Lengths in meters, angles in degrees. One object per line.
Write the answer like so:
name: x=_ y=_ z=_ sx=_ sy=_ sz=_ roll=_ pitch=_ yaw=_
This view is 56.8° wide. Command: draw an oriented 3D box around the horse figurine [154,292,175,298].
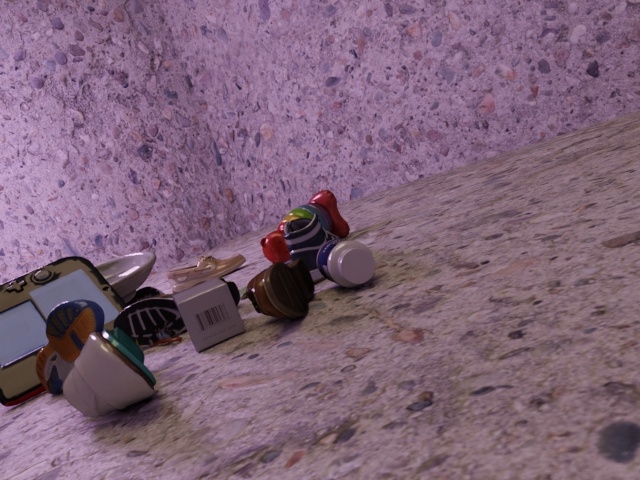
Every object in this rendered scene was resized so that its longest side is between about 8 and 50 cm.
horse figurine: x=-0.422 y=0.190 z=1.656 sx=0.263 sy=0.066 sz=0.174 roll=-16 pitch=13 yaw=21

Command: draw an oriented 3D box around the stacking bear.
stacking bear: x=-0.071 y=-0.022 z=1.947 sx=0.289 sy=0.175 sz=0.164 roll=-35 pitch=16 yaw=-37

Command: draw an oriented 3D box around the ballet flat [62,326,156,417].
ballet flat: x=-0.354 y=0.224 z=0.975 sx=0.139 sy=0.139 sz=0.400 roll=-23 pitch=3 yaw=-19

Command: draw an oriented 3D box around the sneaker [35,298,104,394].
sneaker: x=-0.488 y=0.201 z=1.222 sx=0.131 sy=0.112 sz=0.296 roll=-18 pitch=-22 yaw=-47

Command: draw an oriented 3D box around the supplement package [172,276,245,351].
supplement package: x=-0.231 y=0.146 z=1.211 sx=0.105 sy=0.105 sz=0.179 roll=-24 pitch=7 yaw=-14

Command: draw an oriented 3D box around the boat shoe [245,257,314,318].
boat shoe: x=-0.087 y=0.106 z=1.146 sx=0.104 sy=0.110 sz=0.307 roll=-24 pitch=-4 yaw=9

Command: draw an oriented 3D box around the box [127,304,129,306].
box: x=-0.705 y=0.293 z=1.652 sx=0.322 sy=0.079 sz=0.257 roll=-21 pitch=8 yaw=3

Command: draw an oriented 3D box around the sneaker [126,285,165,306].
sneaker: x=-0.627 y=0.236 z=1.916 sx=0.279 sy=0.107 sz=0.118 roll=-18 pitch=-12 yaw=-1

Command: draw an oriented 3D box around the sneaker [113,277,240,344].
sneaker: x=-0.346 y=0.175 z=1.437 sx=0.300 sy=0.111 sz=0.121 roll=-15 pitch=-2 yaw=-17

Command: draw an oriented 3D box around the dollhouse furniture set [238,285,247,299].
dollhouse furniture set: x=-0.236 y=0.132 z=1.561 sx=0.152 sy=0.058 sz=0.076 roll=-23 pitch=7 yaw=-14

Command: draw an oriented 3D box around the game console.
game console: x=-0.670 y=0.198 z=1.457 sx=0.342 sy=0.060 sz=0.386 roll=-24 pitch=45 yaw=-34

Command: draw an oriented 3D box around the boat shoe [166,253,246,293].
boat shoe: x=-0.435 y=0.105 z=2.257 sx=0.302 sy=0.098 sz=0.109 roll=-21 pitch=6 yaw=-3

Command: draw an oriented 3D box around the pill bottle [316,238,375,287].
pill bottle: x=0.053 y=0.045 z=1.194 sx=0.094 sy=0.094 sz=0.169 roll=-22 pitch=7 yaw=-11

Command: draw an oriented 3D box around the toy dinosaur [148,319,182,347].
toy dinosaur: x=-0.340 y=0.222 z=1.325 sx=0.047 sy=0.090 sz=0.082 roll=20 pitch=7 yaw=-32

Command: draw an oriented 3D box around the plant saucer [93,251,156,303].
plant saucer: x=-0.676 y=0.156 z=1.787 sx=0.401 sy=0.100 sz=0.400 roll=-17 pitch=15 yaw=4

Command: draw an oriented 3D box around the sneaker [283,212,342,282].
sneaker: x=0.000 y=0.000 z=1.479 sx=0.099 sy=0.153 sz=0.282 roll=-17 pitch=7 yaw=25
